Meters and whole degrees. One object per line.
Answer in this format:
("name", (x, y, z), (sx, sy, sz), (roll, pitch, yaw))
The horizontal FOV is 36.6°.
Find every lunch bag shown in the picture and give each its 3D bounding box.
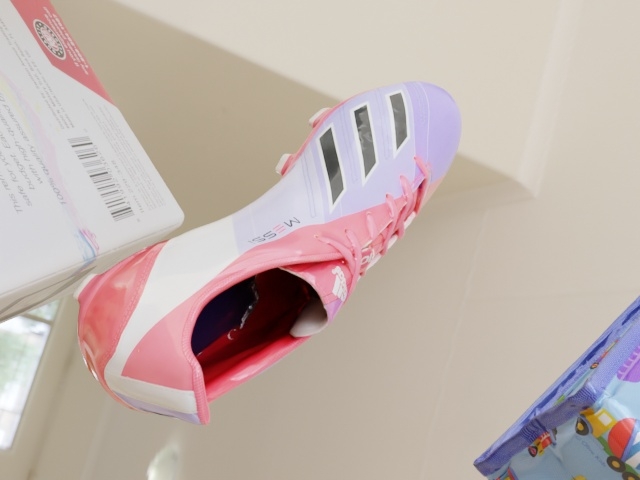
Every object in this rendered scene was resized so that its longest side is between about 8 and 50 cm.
("lunch bag", (0.288, 0.129, 0.656), (0.293, 0.221, 0.138), (-35, 167, -38))

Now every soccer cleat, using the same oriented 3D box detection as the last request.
("soccer cleat", (0.000, 0.000, 0.459), (0.095, 0.248, 0.083), (22, -45, 43))

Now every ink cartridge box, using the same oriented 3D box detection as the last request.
("ink cartridge box", (-0.249, -0.054, 0.643), (0.131, 0.226, 0.306), (-31, 180, 19))
